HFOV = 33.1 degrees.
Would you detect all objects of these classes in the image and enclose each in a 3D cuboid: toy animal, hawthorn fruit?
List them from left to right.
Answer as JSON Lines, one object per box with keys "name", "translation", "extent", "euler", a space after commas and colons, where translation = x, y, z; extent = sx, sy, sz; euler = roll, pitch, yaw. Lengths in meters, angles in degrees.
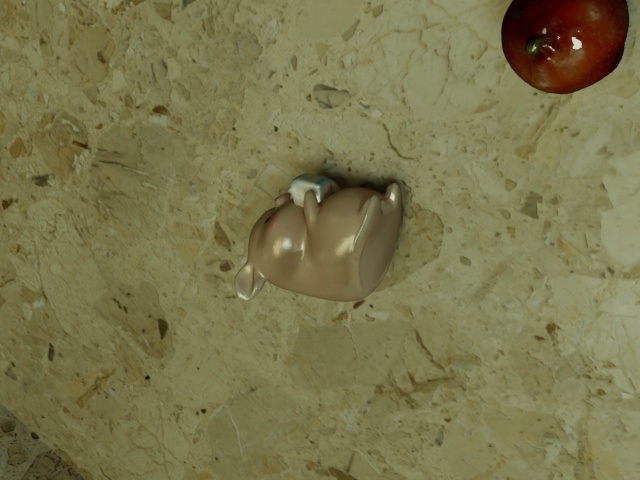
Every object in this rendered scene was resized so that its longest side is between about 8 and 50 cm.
{"name": "toy animal", "translation": [-0.004, -0.002, 1.782], "extent": [0.256, 0.195, 0.212], "euler": [12, 117, 31]}
{"name": "hawthorn fruit", "translation": [0.311, -0.266, 1.398], "extent": [0.169, 0.188, 0.169], "euler": [23, 133, 28]}
